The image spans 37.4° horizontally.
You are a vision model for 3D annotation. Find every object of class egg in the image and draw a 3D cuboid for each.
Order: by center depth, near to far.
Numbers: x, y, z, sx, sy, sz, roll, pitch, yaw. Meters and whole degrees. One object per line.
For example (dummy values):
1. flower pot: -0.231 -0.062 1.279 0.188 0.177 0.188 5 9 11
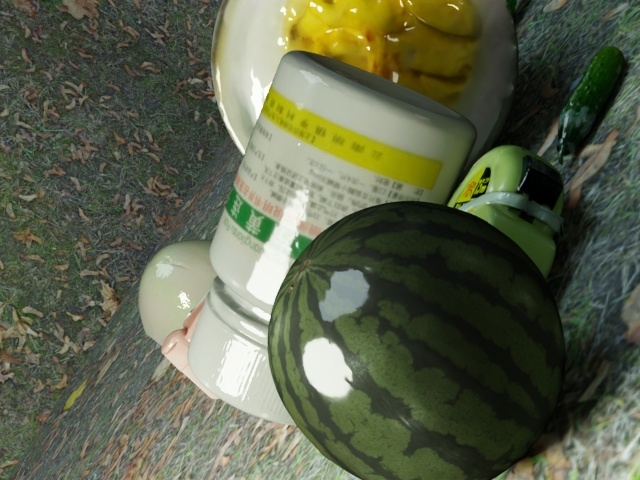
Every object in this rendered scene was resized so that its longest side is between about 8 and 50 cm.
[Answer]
1. egg: 0.067 -0.225 1.181 0.354 0.354 0.340 -48 2 16
2. egg: -0.267 0.077 1.872 0.206 0.162 0.271 -46 16 30

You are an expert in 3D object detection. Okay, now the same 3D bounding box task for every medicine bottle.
1. medicine bottle: 0.000 0.000 0.961 0.208 0.208 0.340 -103 35 -73

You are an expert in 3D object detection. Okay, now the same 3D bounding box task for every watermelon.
1. watermelon: 0.070 0.076 0.674 0.212 0.212 0.212 -48 14 16

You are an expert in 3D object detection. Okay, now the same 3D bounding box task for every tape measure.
1. tape measure: 0.158 -0.009 0.852 0.154 0.087 0.177 -64 11 -11

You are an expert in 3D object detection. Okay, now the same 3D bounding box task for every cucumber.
1. cucumber: 0.268 -0.141 0.942 0.155 0.037 0.037 -58 15 -22

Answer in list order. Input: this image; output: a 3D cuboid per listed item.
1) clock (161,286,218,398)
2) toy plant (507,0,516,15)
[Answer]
1. clock: -0.080 0.086 1.328 0.227 0.142 0.241 -46 5 22
2. toy plant: 0.236 -0.330 1.424 0.240 0.088 0.154 -53 -3 -37
